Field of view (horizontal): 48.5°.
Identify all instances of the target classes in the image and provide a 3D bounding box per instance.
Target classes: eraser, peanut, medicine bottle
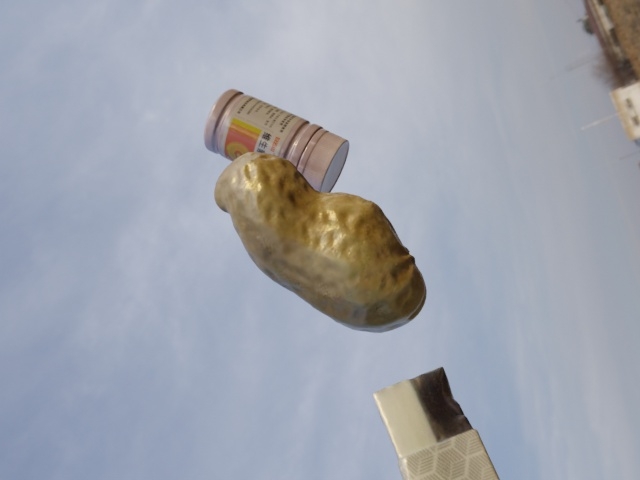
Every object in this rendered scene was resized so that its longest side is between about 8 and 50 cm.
[{"bbox_3d":[0.172,0.332,0.732,0.096,0.098,0.403,69,179,-55],"label":"eraser"},{"bbox_3d":[0.000,0.000,1.131,0.387,0.192,0.169,34,-159,3],"label":"peanut"},{"bbox_3d":[-0.082,-0.181,1.334,0.250,0.133,0.133,25,-152,10],"label":"medicine bottle"}]
